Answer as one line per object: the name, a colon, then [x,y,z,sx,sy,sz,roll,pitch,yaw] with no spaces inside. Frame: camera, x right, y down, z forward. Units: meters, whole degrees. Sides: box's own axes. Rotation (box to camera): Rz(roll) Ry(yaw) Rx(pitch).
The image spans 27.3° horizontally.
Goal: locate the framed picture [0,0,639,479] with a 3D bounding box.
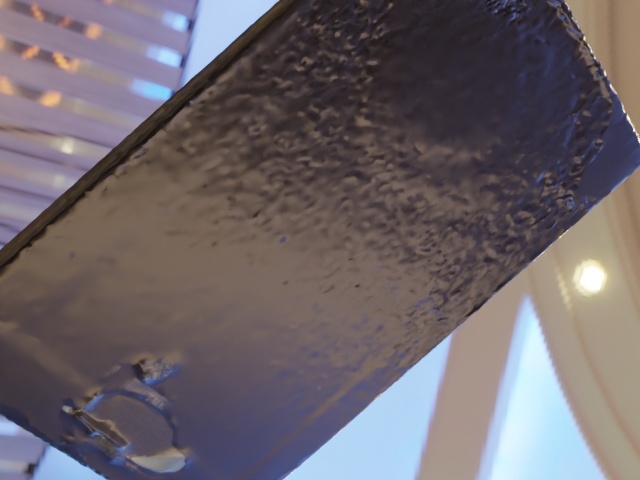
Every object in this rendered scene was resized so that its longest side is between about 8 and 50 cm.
framed picture: [0.000,0.000,0.636,0.324,0.244,0.013,-41,-135,3]
